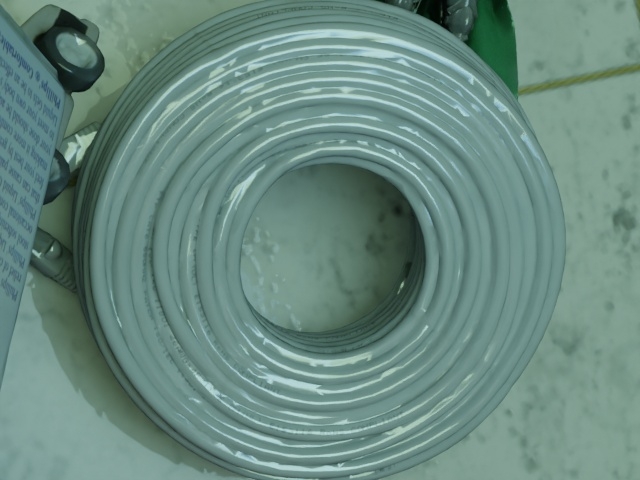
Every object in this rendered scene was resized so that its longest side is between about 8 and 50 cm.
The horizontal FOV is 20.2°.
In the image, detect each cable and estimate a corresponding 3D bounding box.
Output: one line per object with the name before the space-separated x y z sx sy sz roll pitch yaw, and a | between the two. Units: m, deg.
cable | 0.000 0.000 0.939 0.257 0.089 0.257 -41 104 2

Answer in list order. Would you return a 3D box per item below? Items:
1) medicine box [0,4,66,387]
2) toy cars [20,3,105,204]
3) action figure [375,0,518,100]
medicine box | -0.273 0.029 0.722 0.263 0.149 0.289 3 69 19
toy cars | -0.221 0.041 0.846 0.087 0.176 0.393 32 77 -19
action figure | 0.071 -0.171 1.026 0.137 0.063 0.232 16 77 -13
